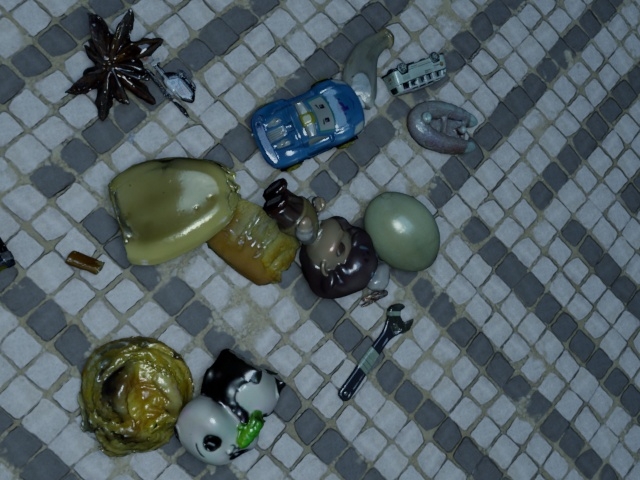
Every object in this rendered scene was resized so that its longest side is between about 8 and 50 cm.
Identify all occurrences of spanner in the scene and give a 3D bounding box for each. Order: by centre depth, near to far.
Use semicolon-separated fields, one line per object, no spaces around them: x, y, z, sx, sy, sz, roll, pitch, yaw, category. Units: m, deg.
0.154;0.314;1.627;0.087;0.024;0.316;41;75;-14;spanner

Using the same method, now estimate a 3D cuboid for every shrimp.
0.148;0.156;1.635;0.092;0.038;0.029;-30;50;-16;shrimp

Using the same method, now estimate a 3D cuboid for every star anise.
-0.513;-0.441;1.459;0.212;0.129;0.283;17;113;-3;star anise

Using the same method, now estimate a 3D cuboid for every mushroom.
0.131;-0.502;1.672;0.118;0.103;0.270;22;73;-14;mushroom

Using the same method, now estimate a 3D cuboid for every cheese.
-0.350;-0.095;1.440;0.315;0.128;0.260;-23;84;-3;cheese

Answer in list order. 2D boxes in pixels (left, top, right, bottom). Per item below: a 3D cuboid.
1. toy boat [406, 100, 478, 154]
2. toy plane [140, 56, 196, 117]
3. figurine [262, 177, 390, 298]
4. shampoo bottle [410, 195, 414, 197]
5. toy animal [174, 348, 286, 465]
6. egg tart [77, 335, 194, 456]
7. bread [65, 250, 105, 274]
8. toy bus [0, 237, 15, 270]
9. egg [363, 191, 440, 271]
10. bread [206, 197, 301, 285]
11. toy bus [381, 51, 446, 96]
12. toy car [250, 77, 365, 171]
0.365;-0.339;1.725;0.227;0.085;0.155;11;82;-14;toy boat
-0.395;-0.421;1.540;0.078;0.053;0.197;-46;101;-6;toy plane
0.013;-0.015;1.483;0.206;0.218;0.365;-29;126;-1;figurine
0.209;-0.100;1.684;0.137;0.027;0.048;-11;89;-16;shampoo bottle
-0.217;0.411;1.414;0.212;0.212;0.267;28;74;-11;toy animal
-0.442;0.378;1.404;0.297;0.132;0.297;1;88;-20;egg tart
-0.580;0.056;1.439;0.083;0.047;0.036;23;109;-10;bread
-0.785;0.025;1.256;0.175;0.287;0.138;-33;93;-17;toy bus
0.224;-0.022;1.596;0.186;0.186;0.253;-44;110;-16;egg
-0.169;-0.001;1.513;0.251;0.133;0.174;38;74;-8;bread
0.283;-0.488;1.721;0.193;0.087;0.089;-24;98;-17;toy bus
-0.029;-0.315;1.550;0.314;0.166;0.198;-23;93;-1;toy car
